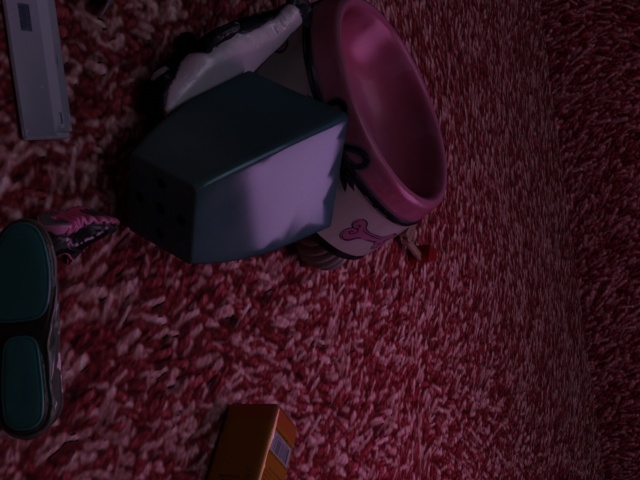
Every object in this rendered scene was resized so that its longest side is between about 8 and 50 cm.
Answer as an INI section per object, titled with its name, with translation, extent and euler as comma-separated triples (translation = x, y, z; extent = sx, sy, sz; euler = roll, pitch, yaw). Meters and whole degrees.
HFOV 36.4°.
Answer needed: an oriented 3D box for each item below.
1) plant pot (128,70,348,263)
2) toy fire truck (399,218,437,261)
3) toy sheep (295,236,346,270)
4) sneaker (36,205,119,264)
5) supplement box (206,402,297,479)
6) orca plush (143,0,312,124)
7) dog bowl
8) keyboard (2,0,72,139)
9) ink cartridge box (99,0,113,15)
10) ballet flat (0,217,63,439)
[plant pot]
translation = -0.111, -0.075, 1.176
extent = 0.234, 0.165, 0.165
euler = -31, 139, -45
[toy fire truck]
translation = 0.174, -0.037, 1.902
extent = 0.192, 0.047, 0.135
euler = 28, 62, -59
[toy sheep]
translation = 0.000, 0.000, 1.503
extent = 0.132, 0.091, 0.091
euler = 56, 39, -44
[sneaker]
translation = -0.262, -0.004, 1.043
extent = 0.119, 0.047, 0.057
euler = -13, 119, -63
[supplement box]
translation = -0.101, 0.329, 1.258
extent = 0.080, 0.078, 0.233
euler = 61, 35, -44
[orca plush]
translation = -0.136, -0.257, 1.248
extent = 0.287, 0.102, 0.151
euler = -49, 163, -17
[dog bowl]
translation = 0.052, -0.185, 1.468
extent = 0.408, 0.150, 0.408
euler = 43, 36, -44
[keyboard]
translation = -0.305, -0.234, 1.023
extent = 0.072, 0.014, 0.256
euler = -13, 97, -58
[ink cartridge box]
translation = -0.221, -0.358, 1.079
extent = 0.067, 0.198, 0.115
euler = 30, 47, -8
[ballet flat]
translation = -0.288, 0.086, 0.957
extent = 0.068, 0.072, 0.213
euler = 97, -9, -86
